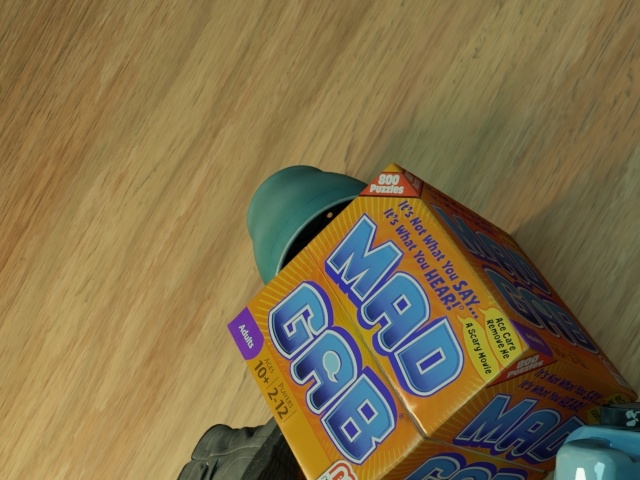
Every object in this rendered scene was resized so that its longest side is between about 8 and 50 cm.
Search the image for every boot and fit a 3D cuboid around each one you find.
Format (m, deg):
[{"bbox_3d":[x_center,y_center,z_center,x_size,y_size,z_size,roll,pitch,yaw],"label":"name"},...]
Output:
[{"bbox_3d":[-0.101,0.323,1.868,0.223,0.118,0.338,-3,37,47],"label":"boot"}]

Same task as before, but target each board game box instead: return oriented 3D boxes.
[{"bbox_3d":[0.158,0.177,1.622,0.356,0.356,0.356,-45,52,17],"label":"board game box"}]

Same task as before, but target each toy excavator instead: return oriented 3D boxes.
[{"bbox_3d":[0.370,0.324,1.272,0.433,0.445,0.222,-4,86,56],"label":"toy excavator"}]

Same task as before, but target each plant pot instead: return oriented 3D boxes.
[{"bbox_3d":[0.000,0.000,1.891,0.271,0.272,0.255,-56,36,7],"label":"plant pot"}]
